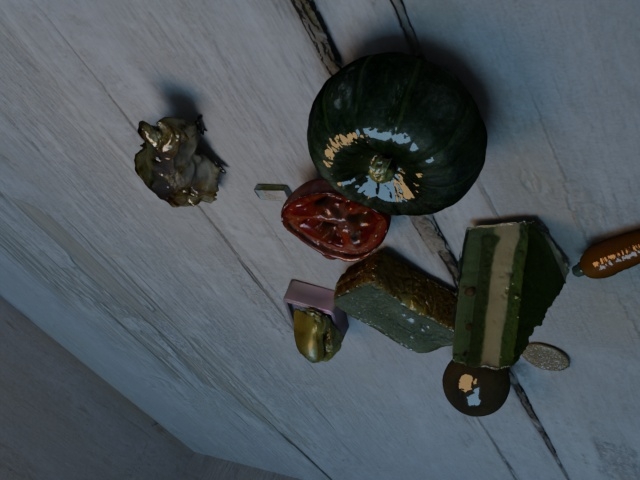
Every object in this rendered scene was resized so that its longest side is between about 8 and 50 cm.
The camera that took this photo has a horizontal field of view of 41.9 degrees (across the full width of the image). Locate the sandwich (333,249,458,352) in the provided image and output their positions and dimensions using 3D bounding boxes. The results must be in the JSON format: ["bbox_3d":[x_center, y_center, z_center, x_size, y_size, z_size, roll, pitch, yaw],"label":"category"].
[{"bbox_3d":[0.189,0.155,1.969,0.301,0.099,0.271,30,152,-12],"label":"sandwich"}]

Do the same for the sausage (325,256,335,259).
[{"bbox_3d":[0.000,0.000,1.914,0.039,0.041,0.131,-9,137,39],"label":"sausage"}]

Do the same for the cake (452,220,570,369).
[{"bbox_3d":[0.367,0.126,1.611,0.158,0.283,0.172,-6,156,44],"label":"cake"}]

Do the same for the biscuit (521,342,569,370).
[{"bbox_3d":[0.535,0.279,1.991,0.120,0.015,0.120,20,151,12],"label":"biscuit"}]

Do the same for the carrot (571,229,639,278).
[{"bbox_3d":[0.572,0.003,1.463,0.069,0.069,0.336,35,144,-18],"label":"carrot"}]

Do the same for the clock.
[{"bbox_3d":[-0.012,0.194,2.228,0.150,0.063,0.197,15,150,17],"label":"clock"}]

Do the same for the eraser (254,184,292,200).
[{"bbox_3d":[-0.104,-0.105,1.841,0.083,0.019,0.038,6,148,32],"label":"eraser"}]

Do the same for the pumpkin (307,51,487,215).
[{"bbox_3d":[0.125,-0.162,1.369,0.300,0.207,0.300,12,145,8],"label":"pumpkin"}]

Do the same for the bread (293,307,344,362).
[{"bbox_3d":[-0.019,0.256,2.162,0.103,0.110,0.156,0,143,47],"label":"bread"}]

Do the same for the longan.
[{"bbox_3d":[0.391,0.357,2.096,0.168,0.167,0.187,20,130,9],"label":"longan"}]

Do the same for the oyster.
[{"bbox_3d":[-0.304,-0.169,1.780,0.198,0.133,0.337,17,156,-1],"label":"oyster"}]

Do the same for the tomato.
[{"bbox_3d":[0.041,-0.059,1.729,0.228,0.101,0.228,11,147,8],"label":"tomato"}]
